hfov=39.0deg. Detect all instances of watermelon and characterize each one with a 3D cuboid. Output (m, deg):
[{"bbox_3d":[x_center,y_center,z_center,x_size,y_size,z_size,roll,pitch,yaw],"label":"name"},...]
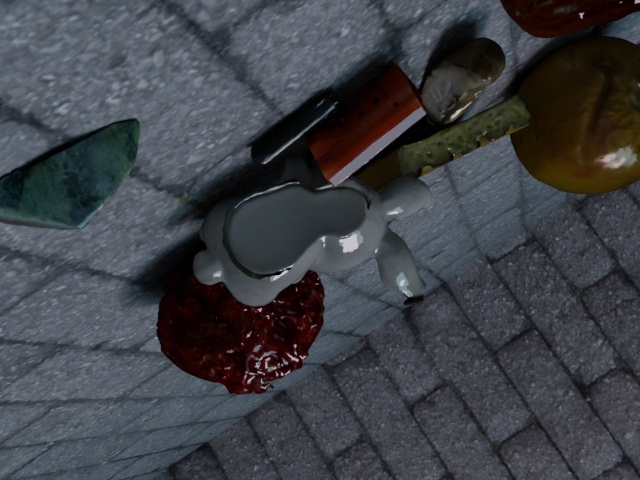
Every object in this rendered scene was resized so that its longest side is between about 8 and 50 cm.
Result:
[{"bbox_3d":[-0.251,-0.054,0.911,0.180,0.081,0.094,-29,-169,6],"label":"watermelon"}]

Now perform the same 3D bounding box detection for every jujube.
[{"bbox_3d":[0.326,-0.323,1.005,0.255,0.190,0.190,-32,168,35],"label":"jujube"}]

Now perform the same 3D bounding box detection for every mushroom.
[{"bbox_3d":[0.196,-0.223,1.239,0.094,0.072,0.210,-34,177,-9],"label":"mushroom"}]

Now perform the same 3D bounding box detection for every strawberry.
[{"bbox_3d":[-0.125,0.097,1.361,0.274,0.274,0.220,-29,128,-14],"label":"strawberry"}]

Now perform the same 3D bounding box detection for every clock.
[{"bbox_3d":[0.053,-0.153,1.141,0.155,0.061,0.113,-37,-151,11],"label":"clock"}]

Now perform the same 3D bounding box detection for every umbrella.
[{"bbox_3d":[-0.031,-0.139,1.127,0.133,0.031,0.036,-36,-161,10],"label":"umbrella"}]

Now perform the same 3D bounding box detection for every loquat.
[{"bbox_3d":[0.458,-0.199,1.526,0.276,0.276,0.284,-25,166,-29],"label":"loquat"}]

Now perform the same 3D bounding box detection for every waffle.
[{"bbox_3d":[0.179,-0.138,1.413,0.248,0.055,0.221,-27,-178,-19],"label":"waffle"}]

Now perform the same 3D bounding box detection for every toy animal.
[{"bbox_3d":[-0.004,-0.006,1.229,0.325,0.208,0.154,6,173,-7],"label":"toy animal"}]

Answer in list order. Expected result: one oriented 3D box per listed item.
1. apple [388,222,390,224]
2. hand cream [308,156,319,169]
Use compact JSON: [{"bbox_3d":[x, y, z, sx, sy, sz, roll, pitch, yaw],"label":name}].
[{"bbox_3d":[0.092,-0.060,1.537,0.084,0.084,0.071,-31,148,-9],"label":"apple"},{"bbox_3d":[-0.012,-0.073,1.359,0.088,0.055,0.256,-17,152,-31],"label":"hand cream"}]
